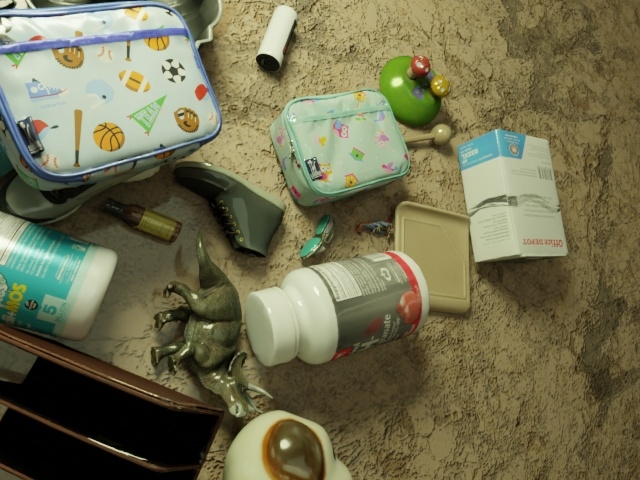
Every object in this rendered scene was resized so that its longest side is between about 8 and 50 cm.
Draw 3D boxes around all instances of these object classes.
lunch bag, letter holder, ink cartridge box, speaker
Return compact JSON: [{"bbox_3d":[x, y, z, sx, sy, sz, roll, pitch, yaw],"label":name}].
[{"bbox_3d":[0.041,-0.202,0.996,0.280,0.108,0.223,-17,88,-30],"label":"lunch bag"},{"bbox_3d":[-0.308,0.222,0.585,0.302,0.214,0.151,18,69,11],"label":"letter holder"},{"bbox_3d":[-0.310,-0.212,0.668,0.304,0.115,0.242,-24,101,-36],"label":"lunch bag"},{"bbox_3d":[0.483,-0.101,1.193,0.223,0.129,0.306,1,79,-35],"label":"ink cartridge box"},{"bbox_3d":[-0.092,-0.427,1.003,0.055,0.055,0.136,25,68,-22],"label":"speaker"}]

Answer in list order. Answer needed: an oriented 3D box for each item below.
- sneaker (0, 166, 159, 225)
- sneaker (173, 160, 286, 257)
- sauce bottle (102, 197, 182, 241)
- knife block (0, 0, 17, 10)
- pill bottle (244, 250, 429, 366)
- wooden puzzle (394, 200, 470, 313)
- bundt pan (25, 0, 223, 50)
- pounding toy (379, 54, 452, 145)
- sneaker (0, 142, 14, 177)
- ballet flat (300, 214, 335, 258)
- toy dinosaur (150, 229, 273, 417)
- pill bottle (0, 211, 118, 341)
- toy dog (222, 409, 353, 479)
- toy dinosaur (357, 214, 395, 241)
[{"bbox_3d":[-0.376,-0.114,0.756,0.272,0.108,0.100,-35,98,-28],"label":"sneaker"},{"bbox_3d":[-0.172,-0.055,0.865,0.222,0.083,0.118,24,70,-23],"label":"sneaker"},{"bbox_3d":[-0.306,-0.037,0.815,0.128,0.042,0.042,24,69,-20],"label":"sauce bottle"},{"bbox_3d":[-0.612,-0.327,0.698,0.276,0.242,0.088,-30,95,15],"label":"knife block"},{"bbox_3d":[0.030,0.127,0.883,0.319,0.176,0.176,-10,84,-29],"label":"pill bottle"},{"bbox_3d":[0.258,0.044,1.104,0.221,0.044,0.238,10,79,-27],"label":"wooden puzzle"},{"bbox_3d":[-0.346,-0.427,0.827,0.331,0.124,0.330,6,76,-26],"label":"bundt pan"},{"bbox_3d":[0.250,-0.354,1.140,0.183,0.110,0.236,-5,82,-29],"label":"pounding toy"},{"bbox_3d":[-0.494,-0.224,0.709,0.208,0.127,0.319,43,51,-2],"label":"sneaker"},{"bbox_3d":[0.000,0.000,0.974,0.041,0.041,0.114,38,65,-16],"label":"ballet flat"},{"bbox_3d":[-0.194,0.145,0.813,0.161,0.121,0.313,5,73,-40],"label":"toy dinosaur"},{"bbox_3d":[-0.441,0.039,0.666,0.264,0.146,0.146,22,70,-22],"label":"pill bottle"},{"bbox_3d":[-0.107,0.466,0.715,0.396,0.284,0.407,30,65,2],"label":"toy dog"},{"bbox_3d":[0.119,-0.029,1.055,0.082,0.047,0.090,20,36,-13],"label":"toy dinosaur"}]
